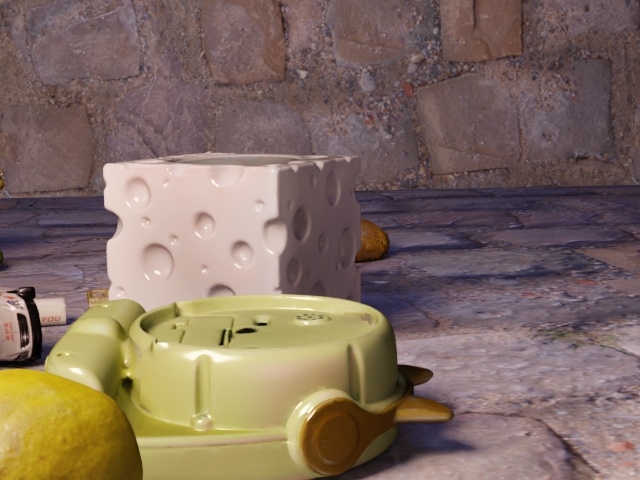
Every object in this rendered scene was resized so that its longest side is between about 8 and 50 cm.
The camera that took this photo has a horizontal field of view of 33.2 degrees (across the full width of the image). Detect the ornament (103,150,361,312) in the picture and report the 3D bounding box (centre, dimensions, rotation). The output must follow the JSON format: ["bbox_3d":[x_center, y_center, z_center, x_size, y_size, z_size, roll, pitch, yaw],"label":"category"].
[{"bbox_3d":[-0.102,0.013,1.347,0.239,0.240,0.239,3,10,26],"label":"ornament"}]

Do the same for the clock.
[{"bbox_3d":[-0.060,0.125,0.983,0.348,0.117,0.286,-1,8,-2],"label":"clock"}]

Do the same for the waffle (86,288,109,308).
[{"bbox_3d":[-0.286,0.086,1.629,0.135,0.021,0.092,-4,7,-13],"label":"waffle"}]

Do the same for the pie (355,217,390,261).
[{"bbox_3d":[-0.001,-0.001,2.064,0.273,0.069,0.273,-3,11,1],"label":"pie"}]

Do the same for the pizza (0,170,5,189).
[{"bbox_3d":[-0.792,-0.029,2.035,0.434,0.080,0.392,-18,0,-11],"label":"pizza"}]

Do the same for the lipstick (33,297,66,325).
[{"bbox_3d":[-0.416,0.100,1.468,0.130,0.038,0.038,-3,8,-16],"label":"lipstick"}]

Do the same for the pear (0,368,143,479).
[{"bbox_3d":[-0.192,0.157,0.673,0.148,0.149,0.162,3,9,23],"label":"pear"}]

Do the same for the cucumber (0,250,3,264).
[{"bbox_3d":[-0.647,0.021,1.980,0.069,0.069,0.227,-9,14,-44],"label":"cucumber"}]

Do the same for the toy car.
[{"bbox_3d":[-0.420,0.101,1.293,0.108,0.090,0.209,-9,9,-43],"label":"toy car"}]
